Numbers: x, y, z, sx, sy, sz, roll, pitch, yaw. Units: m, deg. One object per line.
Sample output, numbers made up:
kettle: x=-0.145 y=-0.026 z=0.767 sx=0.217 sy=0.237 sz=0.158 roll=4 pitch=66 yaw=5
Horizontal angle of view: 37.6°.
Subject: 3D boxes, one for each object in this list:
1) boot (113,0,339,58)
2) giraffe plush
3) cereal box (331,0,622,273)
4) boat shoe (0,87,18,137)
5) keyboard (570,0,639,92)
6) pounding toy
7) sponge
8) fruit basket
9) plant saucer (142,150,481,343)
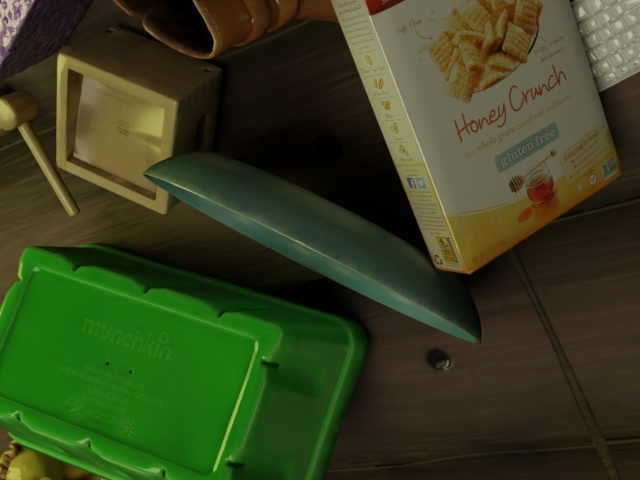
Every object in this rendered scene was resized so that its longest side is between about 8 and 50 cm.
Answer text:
boot: x=-0.016 y=-0.188 z=0.686 sx=0.283 sy=0.220 sz=0.109 roll=38 pitch=130 yaw=1
giraffe plush: x=-0.335 y=0.289 z=1.209 sx=0.210 sy=0.170 sz=0.181 roll=44 pitch=131 yaw=-5
cereal box: x=0.117 y=-0.120 z=0.684 sx=0.047 sy=0.173 sz=0.240 roll=9 pitch=126 yaw=60
boat shoe: x=-0.409 y=-0.133 z=1.041 sx=0.178 sy=0.064 sz=0.060 roll=-9 pitch=111 yaw=25
keyboard: x=0.164 y=-0.128 z=0.766 sx=0.256 sy=0.014 sz=0.072 roll=-27 pitch=105 yaw=38
pounding toy: x=-0.212 y=-0.113 z=0.924 sx=0.206 sy=0.094 sz=0.181 roll=24 pitch=129 yaw=14
sponge: x=-0.236 y=-0.229 z=0.844 sx=0.031 sy=0.117 sz=0.210 roll=45 pitch=130 yaw=-3
fruit basket: x=-0.148 y=0.179 z=1.030 sx=0.392 sy=0.282 sz=0.392 roll=18 pitch=170 yaw=3
plant saucer: x=0.000 y=0.000 z=0.806 sx=0.318 sy=0.317 sz=0.043 roll=25 pitch=85 yaw=11
